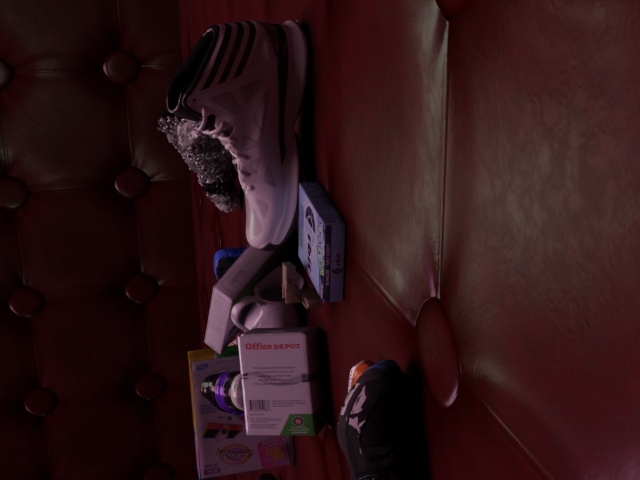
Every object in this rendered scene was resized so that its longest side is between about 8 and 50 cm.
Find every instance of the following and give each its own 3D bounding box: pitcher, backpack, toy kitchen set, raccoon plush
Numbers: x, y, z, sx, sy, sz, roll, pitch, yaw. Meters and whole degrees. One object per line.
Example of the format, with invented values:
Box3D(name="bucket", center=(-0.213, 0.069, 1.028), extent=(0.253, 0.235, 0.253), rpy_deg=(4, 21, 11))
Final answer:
Box3D(name="pitcher", center=(-0.122, 0.176, 1.856), extent=(0.125, 0.178, 0.207), rpy_deg=(43, 141, 33))
Box3D(name="backpack", center=(-0.234, 0.068, 2.355), extent=(0.101, 0.120, 0.098), rpy_deg=(-128, 34, -64))
Box3D(name="toy kitchen set", center=(-0.024, 0.083, 1.615), extent=(0.068, 0.083, 0.075), rpy_deg=(-134, 42, -68))
Box3D(name="raccoon plush", center=(-0.249, -0.216, 2.295), extent=(0.446, 0.216, 0.299), rpy_deg=(57, 178, -39))

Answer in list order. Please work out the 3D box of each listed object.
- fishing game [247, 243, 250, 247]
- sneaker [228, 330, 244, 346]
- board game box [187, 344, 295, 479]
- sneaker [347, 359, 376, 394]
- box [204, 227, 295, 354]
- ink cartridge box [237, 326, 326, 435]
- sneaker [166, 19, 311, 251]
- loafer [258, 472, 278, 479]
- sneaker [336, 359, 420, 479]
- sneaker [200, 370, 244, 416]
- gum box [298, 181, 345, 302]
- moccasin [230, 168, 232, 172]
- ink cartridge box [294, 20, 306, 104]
Box3D(name="fishing game", center=(-0.176, 0.064, 2.186), extent=(0.189, 0.041, 0.264), rpy_deg=(-73, -16, -66))
Box3D(name="sneaker", center=(-0.236, 0.266, 2.514), extent=(0.270, 0.090, 0.145), rpy_deg=(100, 158, -57))
Box3D(name="board game box", center=(-0.190, 0.410, 2.084), extent=(0.064, 0.242, 0.316), rpy_deg=(-133, 40, -69))
Box3D(name="sneaker", center=(0.073, 0.276, 1.363), extent=(0.067, 0.064, 0.175), rpy_deg=(-138, 40, -55))
Box3D(name="box", center=(-0.163, 0.104, 1.932), extent=(0.058, 0.232, 0.322), rpy_deg=(36, 151, 7))
Box3D(name="ink cartridge box", center=(-0.076, 0.281, 1.735), extent=(0.087, 0.153, 0.208), rpy_deg=(-20, -73, -73))
Box3D(name="sneaker", center=(-0.172, -0.192, 1.619), extent=(0.169, 0.258, 0.447), rpy_deg=(31, 121, 58))
Box3D(name="loafer", center=(-0.126, 0.733, 2.298), extent=(0.078, 0.076, 0.223), rpy_deg=(109, 148, -43))
Box3D(name="sneaker", center=(0.104, 0.335, 1.224), extent=(0.140, 0.125, 0.340), rpy_deg=(19, 115, 44))
Box3D(name="sneaker", center=(-0.158, 0.344, 1.899), extent=(0.293, 0.146, 0.102), rpy_deg=(39, -126, -54))
Box3D(name="gum box", center=(0.000, 0.000, 1.571), extent=(0.184, 0.041, 0.157), rpy_deg=(-119, 27, -59))
Box3D(name="moccasin", center=(-0.317, -0.327, 2.532), extent=(0.117, 0.138, 0.342), rpy_deg=(-96, -8, -72))
Box3D(name="ink cartridge box", center=(-0.087, -0.335, 1.756), extent=(0.235, 0.056, 0.171), rpy_deg=(-8, 89, 52))
